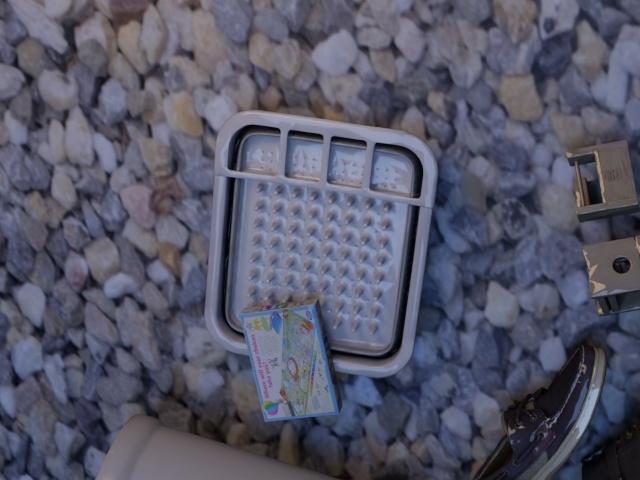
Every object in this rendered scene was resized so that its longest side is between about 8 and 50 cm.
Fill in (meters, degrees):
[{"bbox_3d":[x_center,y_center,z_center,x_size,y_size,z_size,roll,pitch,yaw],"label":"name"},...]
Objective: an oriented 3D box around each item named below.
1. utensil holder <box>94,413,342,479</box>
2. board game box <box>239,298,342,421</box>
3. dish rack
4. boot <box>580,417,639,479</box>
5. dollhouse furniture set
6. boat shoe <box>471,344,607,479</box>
[{"bbox_3d":[-0.108,0.439,1.658,0.386,0.327,0.327,16,109,4],"label":"utensil holder"},{"bbox_3d":[-0.038,0.157,1.641,0.104,0.026,0.154,-8,105,15],"label":"board game box"},{"bbox_3d":[0.000,0.000,1.635,0.286,0.072,0.332,9,107,9],"label":"dish rack"},{"bbox_3d":[0.401,0.246,1.588,0.091,0.262,0.229,16,144,-20],"label":"boot"},{"bbox_3d":[0.385,-0.017,1.539,0.129,0.129,0.183,-10,74,14],"label":"dollhouse furniture set"},{"bbox_3d":[0.277,0.250,1.633,0.092,0.103,0.285,25,115,-1],"label":"boat shoe"}]
